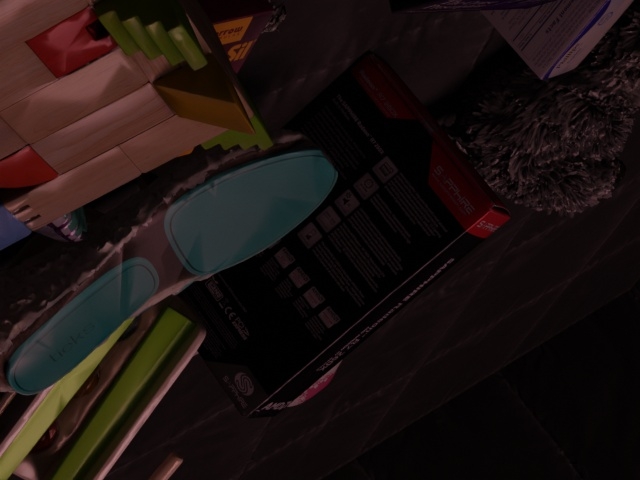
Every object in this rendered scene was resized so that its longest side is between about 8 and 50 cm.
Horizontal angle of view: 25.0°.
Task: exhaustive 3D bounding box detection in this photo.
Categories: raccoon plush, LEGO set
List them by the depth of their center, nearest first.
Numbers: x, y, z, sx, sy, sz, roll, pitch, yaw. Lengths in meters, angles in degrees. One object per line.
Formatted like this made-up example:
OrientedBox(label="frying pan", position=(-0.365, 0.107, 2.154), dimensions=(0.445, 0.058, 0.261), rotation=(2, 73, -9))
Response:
OrientedBox(label="LEGO set", position=(-0.060, -0.198, 1.332), dimensions=(0.083, 0.023, 0.054), rotation=(-31, 162, -18))
OrientedBox(label="raccoon plush", position=(0.276, -0.179, 1.773), dimensions=(0.446, 0.216, 0.299), rotation=(-25, 151, -34))

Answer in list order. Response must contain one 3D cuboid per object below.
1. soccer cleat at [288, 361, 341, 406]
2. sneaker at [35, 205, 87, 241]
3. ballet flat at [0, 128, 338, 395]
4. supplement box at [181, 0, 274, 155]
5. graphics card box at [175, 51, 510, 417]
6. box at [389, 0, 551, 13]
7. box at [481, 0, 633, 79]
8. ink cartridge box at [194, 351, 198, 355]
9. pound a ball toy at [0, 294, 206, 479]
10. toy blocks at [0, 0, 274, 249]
OrientedBox(label="soccer cleat", position=(0.004, 0.118, 2.144), dimensions=(0.331, 0.116, 0.143), rotation=(-50, 158, 18))
OrientedBox(label="sneaker", position=(-0.275, -0.048, 1.259), dimensions=(0.098, 0.083, 0.223), rotation=(-14, 160, 4))
OrientedBox(label="ballet flat", position=(-0.180, -0.009, 1.419), dimensions=(0.409, 0.147, 0.147), rotation=(-34, 163, -15))
OrientedBox(label="supplement box", position=(-0.133, -0.150, 1.219), dimensions=(0.104, 0.081, 0.188), rotation=(-20, 156, -43))
OrientedBox(label="graphics card box", position=(0.000, 0.000, 1.614), dimensions=(0.371, 0.233, 0.094), rotation=(-42, 163, 12))
OrientedBox(label="box", position=(0.202, -0.284, 1.366), dimensions=(0.184, 0.103, 0.261), rotation=(-13, -179, 38))
OrientedBox(label="box", position=(0.251, -0.269, 1.564), dimensions=(0.072, 0.137, 0.126), rotation=(-20, 156, -45))
OrientedBox(label="ink cartridge box", position=(-0.176, 0.095, 1.784), dimensions=(0.175, 0.072, 0.127), rotation=(-27, 161, -28))
OrientedBox(label="pound a ball toy", position=(-0.249, 0.196, 1.595), dimensions=(0.208, 0.136, 0.319), rotation=(34, 94, -28))
OrientedBox(label="toy blocks", position=(-0.220, -0.128, 0.976), dimensions=(0.261, 0.190, 0.381), rotation=(-27, 150, 4))
